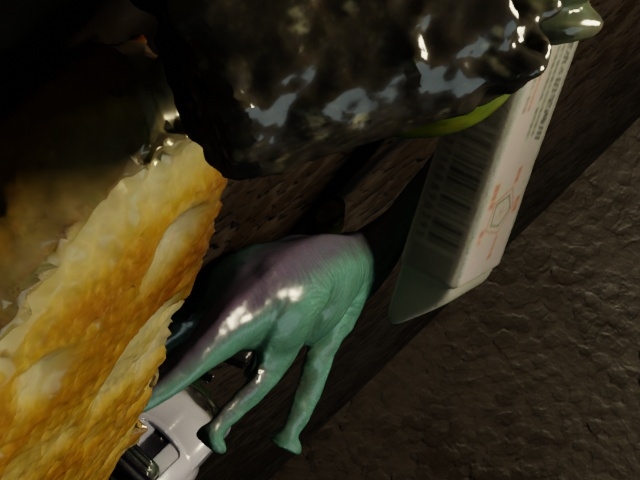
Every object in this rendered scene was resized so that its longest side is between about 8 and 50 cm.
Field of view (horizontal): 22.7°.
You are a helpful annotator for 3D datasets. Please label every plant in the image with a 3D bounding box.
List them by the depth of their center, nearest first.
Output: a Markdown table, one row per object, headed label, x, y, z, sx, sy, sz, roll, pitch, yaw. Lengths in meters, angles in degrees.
| label | x | y | z | sx | sy | sz | roll | pitch | yaw |
| --- | --- | --- | --- | --- | --- | --- | --- | --- | --- |
| plant | 0.024 | -0.111 | 0.630 | 0.194 | 0.132 | 0.129 | -27 | -160 | -14 |

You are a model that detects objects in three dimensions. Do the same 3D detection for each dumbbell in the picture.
| label | x | y | z | sx | sy | sz | roll | pitch | yaw |
| --- | --- | --- | --- | --- | --- | --- | --- | --- | --- |
| dumbbell | -0.066 | 0.083 | 1.448 | 0.083 | 0.040 | 0.036 | 123 | -14 | -54 |

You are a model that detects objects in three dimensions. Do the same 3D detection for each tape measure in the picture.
| label | x | y | z | sx | sy | sz | roll | pitch | yaw |
| --- | --- | --- | --- | --- | --- | --- | --- | --- | --- |
| tape measure | -0.181 | 0.206 | 1.331 | 0.196 | 0.105 | 0.178 | -48 | 176 | 32 |

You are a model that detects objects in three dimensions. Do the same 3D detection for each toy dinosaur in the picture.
| label | x | y | z | sx | sy | sz | roll | pitch | yaw |
| --- | --- | --- | --- | --- | --- | --- | --- | --- | --- |
| toy dinosaur | 0.000 | 0.000 | 1.242 | 0.331 | 0.129 | 0.383 | -57 | 159 | 11 |

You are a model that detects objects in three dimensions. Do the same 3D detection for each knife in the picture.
| label | x | y | z | sx | sy | sz | roll | pitch | yaw |
| --- | --- | --- | --- | --- | --- | --- | --- | --- | --- |
| knife | -0.006 | 0.031 | 1.493 | 0.061 | 0.027 | 0.343 | -42 | 167 | -13 |

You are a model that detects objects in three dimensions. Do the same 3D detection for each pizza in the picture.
| label | x | y | z | sx | sy | sz | roll | pitch | yaw |
| --- | --- | --- | --- | --- | --- | --- | --- | --- | --- |
| pizza | -0.191 | 0.109 | 0.805 | 0.440 | 0.130 | 0.406 | -54 | 171 | -4 |

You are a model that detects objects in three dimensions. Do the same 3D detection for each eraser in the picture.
| label | x | y | z | sx | sy | sz | roll | pitch | yaw |
| --- | --- | --- | --- | --- | --- | --- | --- | --- | --- |
| eraser | 0.136 | -0.082 | 1.256 | 0.089 | 0.061 | 0.352 | -24 | 136 | -55 |

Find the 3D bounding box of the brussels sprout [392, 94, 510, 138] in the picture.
| label | x | y | z | sx | sy | sz | roll | pitch | yaw |
| --- | --- | --- | --- | --- | --- | --- | --- | --- | --- |
| brussels sprout | 0.055 | -0.115 | 0.791 | 0.149 | 0.122 | 0.151 | -23 | -171 | 13 |
